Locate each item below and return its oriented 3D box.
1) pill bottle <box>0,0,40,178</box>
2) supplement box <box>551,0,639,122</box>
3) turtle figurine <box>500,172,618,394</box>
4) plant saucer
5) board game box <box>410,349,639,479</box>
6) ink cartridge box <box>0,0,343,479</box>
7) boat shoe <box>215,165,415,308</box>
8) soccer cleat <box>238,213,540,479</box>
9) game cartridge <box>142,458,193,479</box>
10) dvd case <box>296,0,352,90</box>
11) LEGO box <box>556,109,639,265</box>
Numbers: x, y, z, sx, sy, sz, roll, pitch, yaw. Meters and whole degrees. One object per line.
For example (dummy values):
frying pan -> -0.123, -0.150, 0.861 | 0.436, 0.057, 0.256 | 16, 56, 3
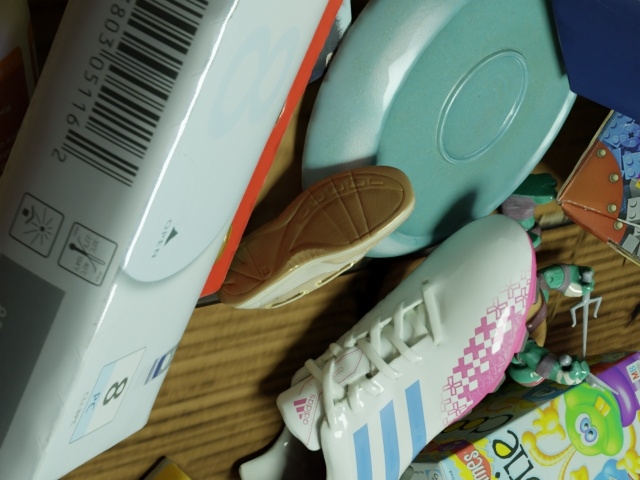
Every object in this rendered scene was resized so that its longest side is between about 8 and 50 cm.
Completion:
pill bottle -> -0.211, -0.042, 0.883 | 0.121, 0.121, 0.216 | -29, 139, -29
supplement box -> 0.355, -0.260, 1.219 | 0.356, 0.194, 0.195 | -54, 152, -15
turtle figurine -> 0.195, 0.064, 1.432 | 0.118, 0.175, 0.234 | -10, 128, 11
plant saucer -> 0.117, -0.113, 1.253 | 0.317, 0.043, 0.318 | -32, 143, -28
board game box -> 0.191, 0.223, 1.514 | 0.275, 0.144, 0.142 | -23, 95, -36
ink cartridge box -> -0.058, -0.045, 0.950 | 0.308, 0.091, 0.385 | -66, 164, 18
boat shoe -> 0.000, 0.000, 1.189 | 0.170, 0.063, 0.059 | -28, 157, 15
soccer cleat -> 0.052, 0.114, 1.304 | 0.143, 0.116, 0.331 | 13, 120, -37
game cartridge -> -0.168, 0.369, 1.343 | 0.324, 0.052, 0.285 | -47, 141, -9
dvd case -> -0.015, -0.157, 1.100 | 0.087, 0.013, 0.119 | -33, 140, -26
LEGO box -> 0.484, 0.033, 1.478 | 0.193, 0.372, 0.500 | -56, 153, 5
